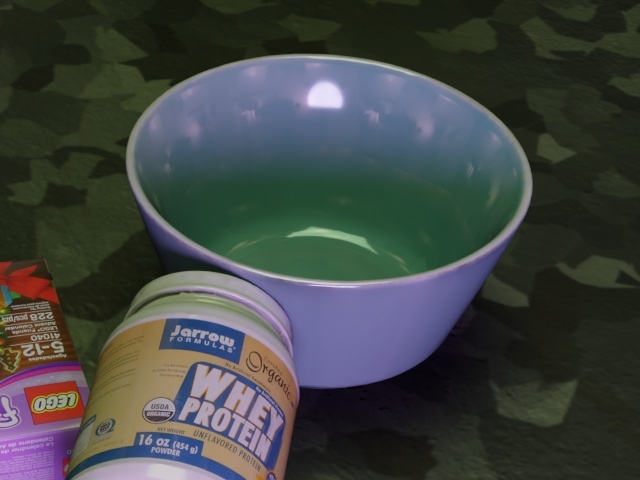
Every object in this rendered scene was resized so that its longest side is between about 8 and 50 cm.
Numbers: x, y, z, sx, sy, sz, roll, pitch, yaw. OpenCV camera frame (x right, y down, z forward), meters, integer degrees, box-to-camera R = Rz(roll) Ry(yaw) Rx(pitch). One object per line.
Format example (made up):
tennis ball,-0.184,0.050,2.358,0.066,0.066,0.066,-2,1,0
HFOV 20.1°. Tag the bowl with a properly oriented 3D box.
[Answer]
bowl,0.000,0.000,1.428,0.312,0.163,0.311,4,37,-3

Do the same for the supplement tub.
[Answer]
supplement tub,-0.092,0.133,1.237,0.144,0.144,0.199,8,46,2

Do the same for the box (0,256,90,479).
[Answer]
box,-0.325,0.109,1.327,0.293,0.057,0.201,-8,40,-18
